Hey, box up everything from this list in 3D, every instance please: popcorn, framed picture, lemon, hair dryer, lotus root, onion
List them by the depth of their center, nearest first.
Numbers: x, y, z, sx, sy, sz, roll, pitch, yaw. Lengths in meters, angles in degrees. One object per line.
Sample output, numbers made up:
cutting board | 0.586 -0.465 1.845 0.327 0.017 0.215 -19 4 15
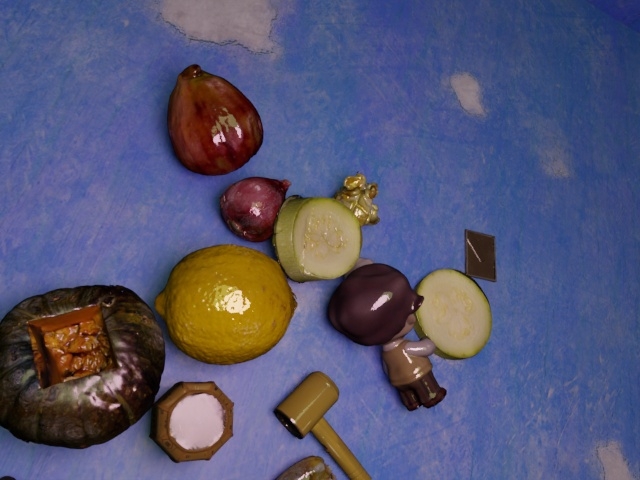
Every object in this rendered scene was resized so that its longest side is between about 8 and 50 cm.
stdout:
lemon | -0.187 0.135 1.036 0.311 0.253 0.253 6 70 -25
lotus root | -0.053 0.544 1.040 0.192 0.088 0.113 -30 87 -22
hair dryer | 0.029 0.444 1.120 0.135 0.090 0.278 -40 96 -30
onion | -0.145 -0.089 1.190 0.159 0.159 0.195 47 62 -1
popcorn | 0.087 -0.091 1.293 0.141 0.136 0.162 -56 136 -22
framed picture | 0.482 0.045 1.474 0.109 0.011 0.149 14 67 -18

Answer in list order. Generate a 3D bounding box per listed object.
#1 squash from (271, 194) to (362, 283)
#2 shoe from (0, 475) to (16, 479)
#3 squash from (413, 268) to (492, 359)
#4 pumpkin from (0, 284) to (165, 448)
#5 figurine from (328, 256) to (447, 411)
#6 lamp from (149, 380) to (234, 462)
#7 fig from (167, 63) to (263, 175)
squash | -0.014 -0.004 1.174 0.220 0.133 0.220 1 89 -52
shoe | -0.534 0.509 0.879 0.071 0.049 0.179 -42 69 -16
squash | 0.362 0.199 1.356 0.252 0.049 0.251 8 67 -19
pumpkin | -0.450 0.229 0.915 0.321 0.192 0.320 8 57 -12
figurine | 0.182 0.216 1.187 0.365 0.218 0.206 50 60 -6
lamp | -0.256 0.355 0.968 0.161 0.185 0.161 7 70 -19
fig | -0.256 -0.280 1.182 0.224 0.224 0.263 -20 77 -27
